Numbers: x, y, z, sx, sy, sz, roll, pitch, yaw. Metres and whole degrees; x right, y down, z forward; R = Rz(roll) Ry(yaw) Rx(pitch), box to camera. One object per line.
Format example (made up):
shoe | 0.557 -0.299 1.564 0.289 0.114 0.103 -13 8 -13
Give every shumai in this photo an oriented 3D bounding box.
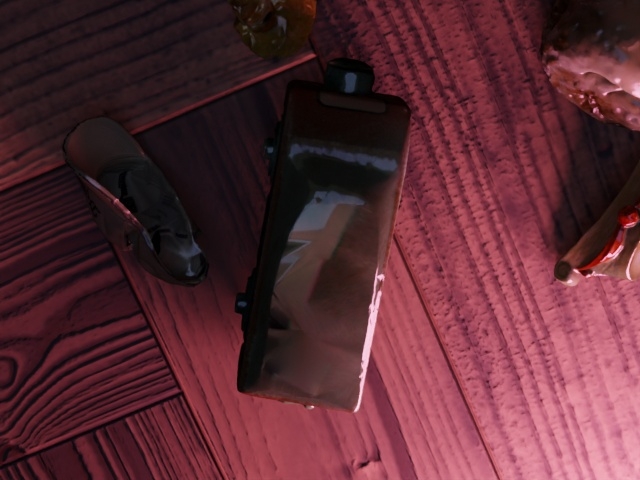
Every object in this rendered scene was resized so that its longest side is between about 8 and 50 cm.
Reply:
shumai | 0.292 -0.166 1.511 0.184 0.142 0.184 -1 104 -4

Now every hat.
hat | -0.178 -0.029 1.546 0.081 0.122 0.166 -27 133 21

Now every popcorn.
popcorn | -0.043 -0.202 1.525 0.084 0.084 0.084 0 105 -1

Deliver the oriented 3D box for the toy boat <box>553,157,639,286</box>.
toy boat | 0.293 -0.021 1.587 0.089 0.071 0.185 20 109 -50

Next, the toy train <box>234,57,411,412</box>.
toy train | 0.000 0.000 1.543 0.129 0.159 0.326 10 104 -6
